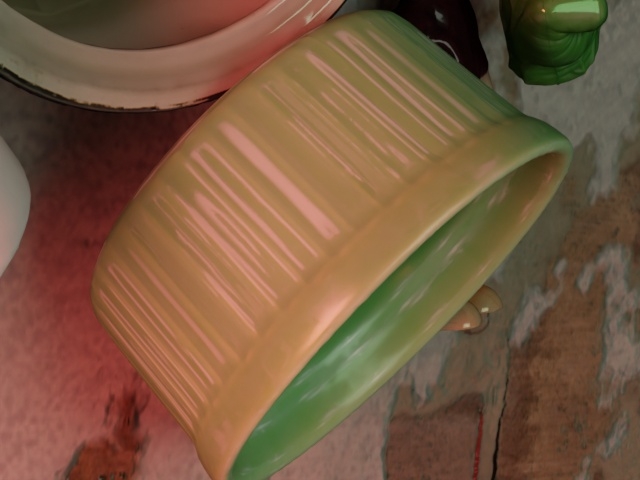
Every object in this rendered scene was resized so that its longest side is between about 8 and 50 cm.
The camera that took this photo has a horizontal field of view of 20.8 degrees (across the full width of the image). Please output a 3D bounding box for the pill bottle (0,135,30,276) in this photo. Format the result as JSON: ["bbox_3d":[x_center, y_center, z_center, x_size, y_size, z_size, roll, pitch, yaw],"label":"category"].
[{"bbox_3d":[-0.307,-0.114,0.738,0.224,0.224,0.392,-53,129,-27],"label":"pill bottle"}]

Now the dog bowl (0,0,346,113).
[{"bbox_3d":[-0.123,-0.283,0.968,0.408,0.150,0.408,-19,118,-40],"label":"dog bowl"}]

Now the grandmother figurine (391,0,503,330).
[{"bbox_3d":[0.081,-0.109,1.301,0.208,0.104,0.342,-36,125,-75],"label":"grandmother figurine"}]

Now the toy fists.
[{"bbox_3d":[0.187,-0.260,1.316,0.142,0.096,0.279,65,32,-61],"label":"toy fists"}]

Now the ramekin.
[{"bbox_3d":[0.000,0.000,1.091,0.303,0.148,0.303,-42,167,-12],"label":"ramekin"}]
